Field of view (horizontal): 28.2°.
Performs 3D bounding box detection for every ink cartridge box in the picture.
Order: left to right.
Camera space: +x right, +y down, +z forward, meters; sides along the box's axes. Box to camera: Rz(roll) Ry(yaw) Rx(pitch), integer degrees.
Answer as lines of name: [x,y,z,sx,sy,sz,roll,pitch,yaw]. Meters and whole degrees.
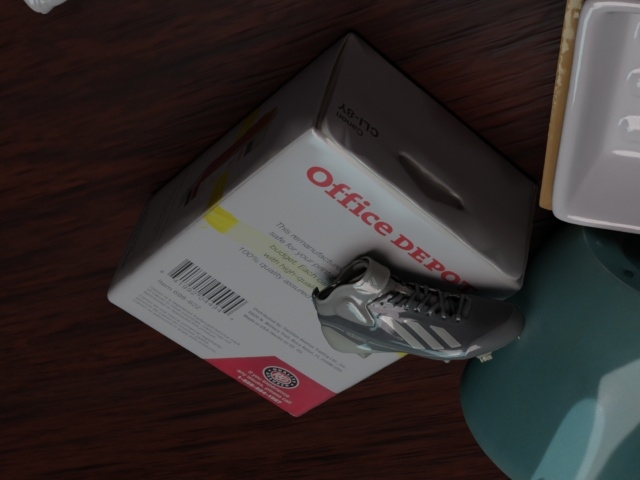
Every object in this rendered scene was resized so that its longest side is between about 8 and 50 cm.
ink cartridge box: [0.000,0.000,1.364,0.279,0.160,0.385,36,135,-21]

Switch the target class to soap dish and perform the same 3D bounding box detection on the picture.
soap dish: [0.326,-0.133,1.141,0.229,0.118,0.291,8,137,10]

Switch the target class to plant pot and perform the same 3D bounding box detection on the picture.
plant pot: [0.313,0.103,1.288,0.293,0.293,0.235,16,126,2]

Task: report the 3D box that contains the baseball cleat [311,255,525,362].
baseball cleat: [0.089,0.066,1.230,0.206,0.072,0.109,-7,127,20]

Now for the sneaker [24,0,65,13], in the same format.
sneaker: [-0.290,-0.292,1.238,0.061,0.053,0.152,-19,133,23]
